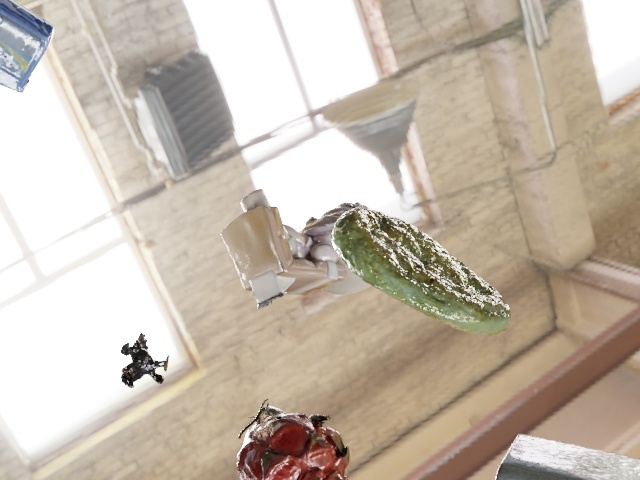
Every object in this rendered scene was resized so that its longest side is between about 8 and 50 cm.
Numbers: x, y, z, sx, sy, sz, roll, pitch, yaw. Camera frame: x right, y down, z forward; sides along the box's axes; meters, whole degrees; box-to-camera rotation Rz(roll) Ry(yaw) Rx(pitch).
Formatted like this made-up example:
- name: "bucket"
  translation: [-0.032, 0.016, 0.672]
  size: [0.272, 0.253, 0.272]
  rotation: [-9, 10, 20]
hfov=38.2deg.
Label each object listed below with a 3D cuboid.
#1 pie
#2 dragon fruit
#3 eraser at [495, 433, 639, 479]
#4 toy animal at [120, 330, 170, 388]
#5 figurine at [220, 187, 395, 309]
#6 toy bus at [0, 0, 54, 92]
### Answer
- name: "pie"
  translation: [0.040, 0.014, 0.376]
  size: [0.021, 0.084, 0.084]
  rotation: [-59, -163, 16]
- name: "dragon fruit"
  translation: [-0.066, 0.436, 1.813]
  size: [0.234, 0.233, 0.293]
  rotation: [-27, -145, -15]
- name: "eraser"
  translation: [0.313, 0.280, 1.000]
  size: [0.227, 0.081, 0.174]
  rotation: [9, -176, 20]
- name: "toy animal"
  translation: [-0.366, 0.251, 1.912]
  size: [0.108, 0.062, 0.220]
  rotation: [21, -161, -11]
- name: "figurine"
  translation: [0.002, 0.003, 1.184]
  size: [0.237, 0.141, 0.162]
  rotation: [-6, 164, -36]
- name: "toy bus"
  translation: [-0.392, -0.245, 0.943]
  size: [0.094, 0.236, 0.079]
  rotation: [-53, -157, 10]
